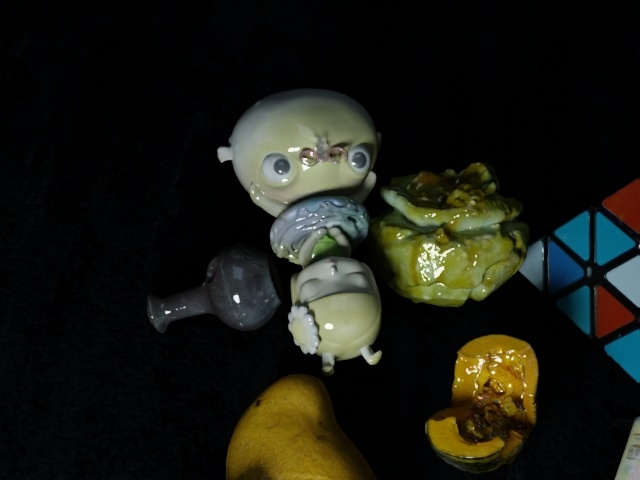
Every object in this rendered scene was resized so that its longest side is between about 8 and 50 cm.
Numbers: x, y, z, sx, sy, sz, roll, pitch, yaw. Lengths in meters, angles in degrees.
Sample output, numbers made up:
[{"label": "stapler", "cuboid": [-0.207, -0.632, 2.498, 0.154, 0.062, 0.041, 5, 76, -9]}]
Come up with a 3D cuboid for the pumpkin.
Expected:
[{"label": "pumpkin", "cuboid": [0.207, 0.218, 1.690, 0.119, 0.107, 0.183, 16, 54, 26]}]

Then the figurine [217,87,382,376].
[{"label": "figurine", "cuboid": [0.000, 0.000, 1.813, 0.227, 0.274, 0.394, -10, 63, -9]}]

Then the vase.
[{"label": "vase", "cuboid": [-0.146, 0.076, 1.844, 0.183, 0.120, 0.120, -17, 45, 8]}]

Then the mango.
[{"label": "mango", "cuboid": [-0.020, 0.295, 1.608, 0.177, 0.120, 0.295, -15, 45, -4]}]

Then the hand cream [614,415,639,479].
[{"label": "hand cream", "cuboid": [0.391, 0.278, 1.679, 0.061, 0.039, 0.143, 15, 52, 12]}]

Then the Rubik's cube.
[{"label": "Rubik's cube", "cuboid": [0.358, 0.011, 1.866, 0.234, 0.250, 0.284, 5, 47, 33]}]

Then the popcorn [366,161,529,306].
[{"label": "popcorn", "cuboid": [0.172, -0.002, 1.864, 0.221, 0.183, 0.204, -1, 30, 18]}]
